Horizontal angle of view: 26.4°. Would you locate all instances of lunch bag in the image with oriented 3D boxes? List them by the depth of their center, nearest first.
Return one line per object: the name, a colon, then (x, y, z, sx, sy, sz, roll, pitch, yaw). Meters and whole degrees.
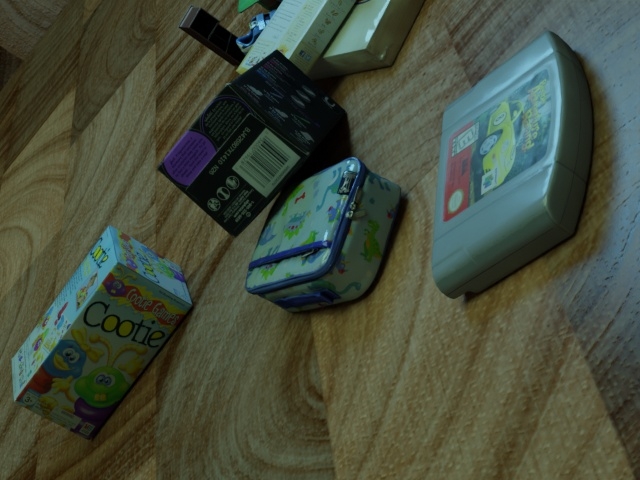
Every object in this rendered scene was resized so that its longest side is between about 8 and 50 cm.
lunch bag: (0.000, 0.000, 1.720, 0.219, 0.090, 0.176, -15, 51, 57)

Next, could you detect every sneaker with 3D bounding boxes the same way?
sneaker: (-0.086, -0.367, 2.336, 0.144, 0.059, 0.053, -46, 25, 22)

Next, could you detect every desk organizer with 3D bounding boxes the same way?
desk organizer: (-0.183, -0.363, 2.425, 0.047, 0.130, 0.050, -59, 27, -4)

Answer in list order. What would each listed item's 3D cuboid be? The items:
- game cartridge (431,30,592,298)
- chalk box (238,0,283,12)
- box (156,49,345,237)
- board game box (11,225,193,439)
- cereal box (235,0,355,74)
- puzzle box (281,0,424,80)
game cartridge: (0.210, -0.093, 1.488, 0.196, 0.060, 0.294, -32, 35, 36)
chalk box: (-0.089, -0.538, 2.398, 0.180, 0.179, 0.289, -17, 46, 55)
box: (-0.088, -0.139, 1.871, 0.165, 0.143, 0.270, -47, 3, 21)
board game box: (-0.341, 0.143, 2.107, 0.275, 0.142, 0.144, -52, 25, 12)
cereal box: (-0.025, -0.332, 2.073, 0.240, 0.047, 0.173, -55, 25, 3)
puzzle box: (0.045, -0.375, 2.115, 0.409, 0.052, 0.272, 4, 64, 62)
